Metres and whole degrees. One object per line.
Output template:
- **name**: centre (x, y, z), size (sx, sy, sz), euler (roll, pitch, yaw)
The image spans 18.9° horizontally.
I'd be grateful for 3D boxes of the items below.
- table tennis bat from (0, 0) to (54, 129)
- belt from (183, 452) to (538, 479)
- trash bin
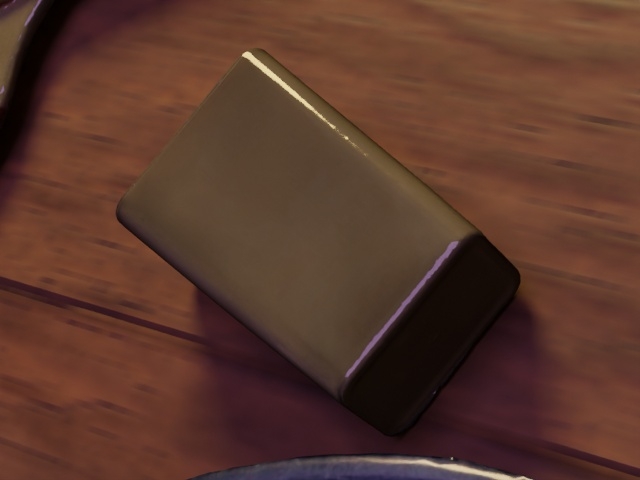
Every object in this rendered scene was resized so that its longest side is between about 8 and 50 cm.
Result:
- **table tennis bat**: centre (-0.133, -0.074, 0.633), size (0.301, 0.022, 0.173), euler (-26, 54, 19)
- **belt**: centre (0.015, 0.122, 0.400), size (0.190, 0.082, 0.141), euler (-3, 61, 31)
- **trash bin**: centre (0.000, 0.000, 0.498), size (0.061, 0.043, 0.092), euler (-51, 52, -1)
